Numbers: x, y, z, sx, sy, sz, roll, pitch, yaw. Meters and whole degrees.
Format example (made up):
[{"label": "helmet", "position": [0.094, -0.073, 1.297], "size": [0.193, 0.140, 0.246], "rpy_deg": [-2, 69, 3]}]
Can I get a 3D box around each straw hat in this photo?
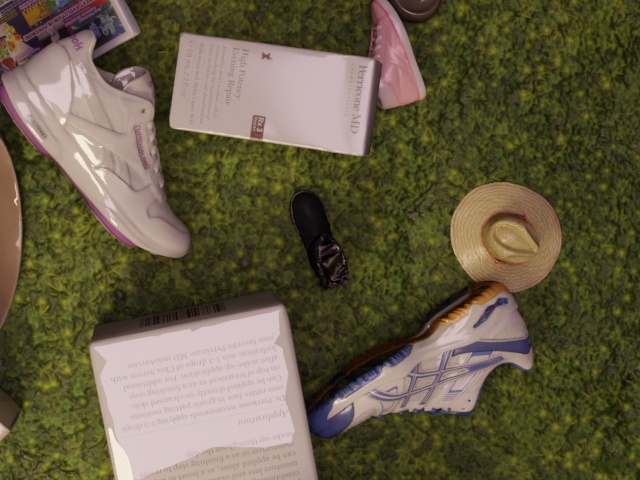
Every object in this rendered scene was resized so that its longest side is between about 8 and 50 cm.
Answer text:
[{"label": "straw hat", "position": [0.232, -0.002, 1.676], "size": [0.144, 0.061, 0.144], "rpy_deg": [0, 94, -6]}]

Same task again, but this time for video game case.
[{"label": "video game case", "position": [-0.324, -0.275, 1.567], "size": [0.201, 0.023, 0.183], "rpy_deg": [-24, 98, 28]}]

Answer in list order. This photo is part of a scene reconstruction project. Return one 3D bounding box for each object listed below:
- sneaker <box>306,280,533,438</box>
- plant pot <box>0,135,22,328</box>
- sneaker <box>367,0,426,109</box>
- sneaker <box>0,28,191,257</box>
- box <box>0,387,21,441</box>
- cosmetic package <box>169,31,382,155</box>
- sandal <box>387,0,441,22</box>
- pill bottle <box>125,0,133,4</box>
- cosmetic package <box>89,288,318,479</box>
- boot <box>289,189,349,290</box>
[{"label": "sneaker", "position": [0.126, 0.173, 1.650], "size": [0.296, 0.112, 0.131], "rpy_deg": [-31, 99, -5]}, {"label": "plant pot", "position": [-0.509, -0.008, 1.524], "size": [0.274, 0.256, 0.256], "rpy_deg": [1, 95, 10]}, {"label": "sneaker", "position": [0.072, -0.220, 1.646], "size": [0.070, 0.051, 0.134], "rpy_deg": [-23, 101, -9]}, {"label": "sneaker", "position": [-0.221, -0.103, 1.557], "size": [0.152, 0.114, 0.305], "rpy_deg": [-39, 123, -2]}, {"label": "box", "position": [-0.484, 0.236, 1.588], "size": [0.232, 0.127, 0.148], "rpy_deg": [-44, 98, -1]}, {"label": "cosmetic package", "position": [-0.051, -0.169, 1.600], "size": [0.231, 0.085, 0.117], "rpy_deg": [7, 94, 7]}, {"label": "sandal", "position": [0.089, -0.366, 1.631], "size": [0.090, 0.060, 0.219], "rpy_deg": [-17, 96, -4]}, {"label": "pill bottle", "position": [-0.267, -0.343, 1.583], "size": [0.087, 0.087, 0.160], "rpy_deg": [-33, 97, -2]}, {"label": "cosmetic package", "position": [-0.116, 0.305, 1.614], "size": [0.230, 0.161, 0.453], "rpy_deg": [-10, 95, -6]}, {"label": "boot", "position": [-0.001, 0.000, 1.632], "size": [0.045, 0.099, 0.121], "rpy_deg": [-16, 96, -6]}]
